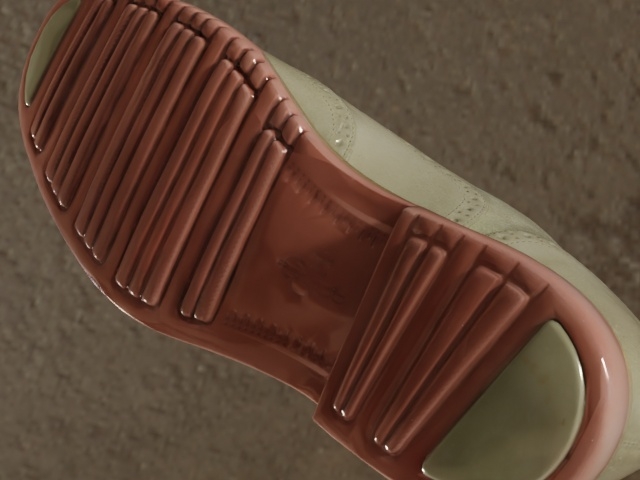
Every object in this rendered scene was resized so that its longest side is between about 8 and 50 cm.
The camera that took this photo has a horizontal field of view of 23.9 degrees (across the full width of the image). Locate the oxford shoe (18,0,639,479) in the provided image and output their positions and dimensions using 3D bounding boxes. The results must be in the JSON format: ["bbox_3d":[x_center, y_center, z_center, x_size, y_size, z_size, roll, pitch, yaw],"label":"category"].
[{"bbox_3d":[0.000,0.000,0.738,0.146,0.397,0.140,9,116,-54],"label":"oxford shoe"}]
